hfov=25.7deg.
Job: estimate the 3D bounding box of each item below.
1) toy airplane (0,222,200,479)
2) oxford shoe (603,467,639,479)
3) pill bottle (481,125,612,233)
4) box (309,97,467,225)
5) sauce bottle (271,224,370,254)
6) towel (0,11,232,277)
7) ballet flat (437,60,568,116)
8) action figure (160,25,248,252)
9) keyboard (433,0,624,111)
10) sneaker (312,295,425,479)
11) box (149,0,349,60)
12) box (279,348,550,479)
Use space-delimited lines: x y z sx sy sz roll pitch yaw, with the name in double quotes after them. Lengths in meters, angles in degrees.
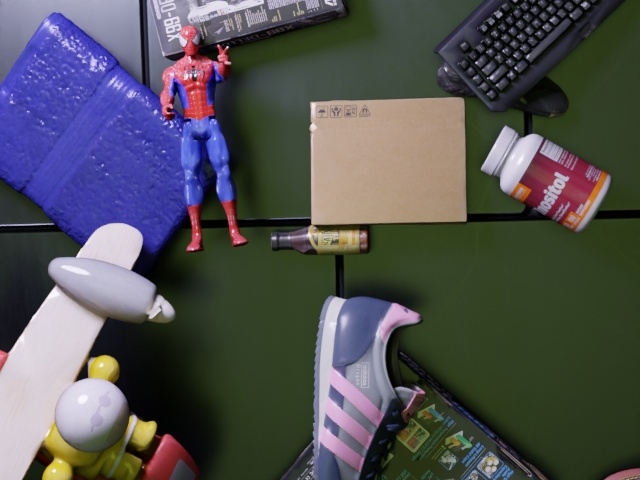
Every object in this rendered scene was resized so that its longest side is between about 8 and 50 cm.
-0.332 0.194 1.691 0.384 0.272 0.386 -14 92 -35 "toy airplane"
0.518 0.328 1.753 0.348 0.130 0.123 -16 92 7 "oxford shoe"
0.283 -0.080 1.772 0.152 0.086 0.086 29 96 4 "pill bottle"
0.087 -0.100 1.809 0.201 0.021 0.164 -1 83 6 "box"
0.000 0.000 1.829 0.128 0.042 0.042 -3 94 5 "sauce bottle"
-0.291 -0.119 1.842 0.308 0.076 0.228 40 104 2 "towel"
0.234 -0.197 1.798 0.173 0.049 0.057 18 68 0 "ballet flat"
-0.144 -0.131 1.719 0.091 0.139 0.280 -8 87 -4 "action figure"
0.269 -0.332 1.760 0.317 0.033 0.201 -44 89 -3 "keyboard"
0.062 0.229 1.734 0.131 0.112 0.319 1 91 14 "sneaker"
-0.118 -0.407 1.796 0.242 0.076 0.307 -15 92 7 "box"
0.110 0.343 1.817 0.293 0.073 0.295 40 96 6 "box"
